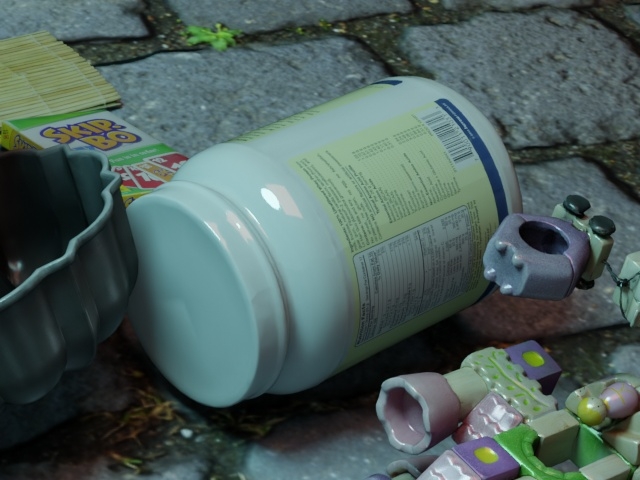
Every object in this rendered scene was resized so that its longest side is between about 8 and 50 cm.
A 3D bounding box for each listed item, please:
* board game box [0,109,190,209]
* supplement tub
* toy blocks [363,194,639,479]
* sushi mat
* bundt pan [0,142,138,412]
[{"bbox_3d":[-0.215,-0.081,1.886,0.124,0.039,0.259,-9,23,-35],"label":"board game box"},{"bbox_3d":[0.000,0.000,1.726,0.325,0.235,0.235,-24,49,-36],"label":"supplement tub"},{"bbox_3d":[0.153,0.180,1.470,0.260,0.309,0.288,-14,43,-37],"label":"toy blocks"},{"bbox_3d":[-0.378,-0.155,1.994,0.316,0.019,0.151,-17,44,-37],"label":"sushi mat"},{"bbox_3d":[-0.301,0.054,1.611,0.331,0.124,0.331,-17,27,9],"label":"bundt pan"}]
